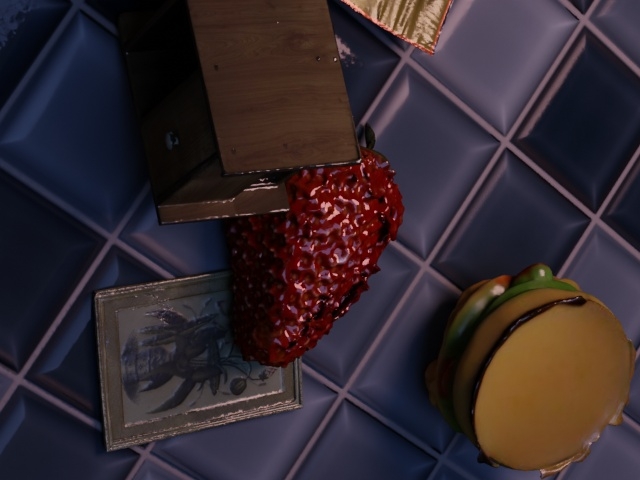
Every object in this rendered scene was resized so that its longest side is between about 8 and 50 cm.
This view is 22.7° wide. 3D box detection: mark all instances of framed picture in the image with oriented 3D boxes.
[{"bbox_3d":[-0.122,0.116,1.652,0.231,0.010,0.173,-11,107,-26],"label":"framed picture"}]

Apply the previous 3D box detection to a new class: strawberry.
[{"bbox_3d":[0.000,0.000,1.627,0.188,0.106,0.286,14,91,-28],"label":"strawberry"}]

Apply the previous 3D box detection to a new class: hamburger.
[{"bbox_3d":[0.226,0.133,1.771,0.237,0.149,0.237,-10,115,-22],"label":"hamburger"}]

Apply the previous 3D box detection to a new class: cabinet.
[{"bbox_3d":[-0.082,-0.141,1.470,0.148,0.175,0.215,-8,80,-27],"label":"cabinet"}]

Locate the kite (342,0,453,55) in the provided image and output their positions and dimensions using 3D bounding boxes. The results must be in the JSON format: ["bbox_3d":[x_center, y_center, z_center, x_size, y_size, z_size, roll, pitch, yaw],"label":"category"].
[{"bbox_3d":[0.046,-0.361,1.603,0.327,0.013,0.377,-20,105,-31],"label":"kite"}]
